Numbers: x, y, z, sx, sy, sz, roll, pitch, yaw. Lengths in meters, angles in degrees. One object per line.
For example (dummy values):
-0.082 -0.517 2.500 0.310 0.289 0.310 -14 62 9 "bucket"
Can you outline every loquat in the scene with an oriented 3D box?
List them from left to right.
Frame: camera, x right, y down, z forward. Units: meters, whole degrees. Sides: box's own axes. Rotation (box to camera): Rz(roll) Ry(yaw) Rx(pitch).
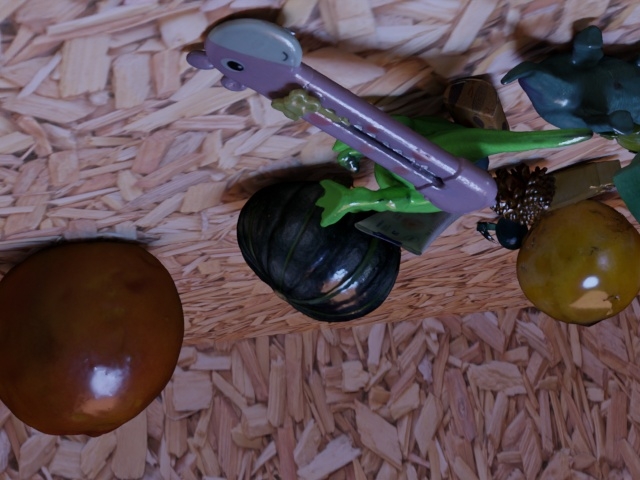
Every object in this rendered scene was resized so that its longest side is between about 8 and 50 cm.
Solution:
0.469 0.038 2.458 0.235 0.235 0.235 -9 170 -2 "loquat"

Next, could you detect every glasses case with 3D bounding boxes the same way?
0.195 -0.158 1.674 0.064 0.041 0.170 18 176 15 "glasses case"

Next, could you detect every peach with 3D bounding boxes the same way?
-0.384 0.167 2.212 0.342 0.302 0.343 -10 169 -2 "peach"

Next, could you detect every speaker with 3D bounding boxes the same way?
0.338 -0.012 2.533 0.094 0.060 0.075 -11 168 10 "speaker"

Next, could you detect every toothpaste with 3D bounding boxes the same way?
0.152 -0.040 1.934 0.100 0.066 0.323 26 -156 17 "toothpaste"

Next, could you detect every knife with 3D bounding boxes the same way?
0.040 -0.114 1.403 0.398 0.038 0.132 27 153 -33 "knife"

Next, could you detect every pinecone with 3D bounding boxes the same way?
0.303 -0.069 2.100 0.109 0.102 0.102 -6 172 29 "pinecone"

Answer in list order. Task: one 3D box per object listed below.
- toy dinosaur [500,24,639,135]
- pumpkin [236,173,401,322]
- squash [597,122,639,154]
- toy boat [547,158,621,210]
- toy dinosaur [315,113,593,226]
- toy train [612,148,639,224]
0.295 -0.166 1.620 0.383 0.129 0.331 -3 177 -24 "toy dinosaur"
0.000 0.000 1.962 0.249 0.216 0.250 18 164 5 "pumpkin"
0.528 -0.167 1.845 0.318 0.080 0.071 -11 -152 16 "squash"
0.407 -0.087 2.209 0.077 0.057 0.200 -7 170 -40 "toy boat"
0.202 -0.085 1.689 0.499 0.144 0.374 1 -179 43 "toy dinosaur"
0.505 -0.124 1.655 0.301 0.120 0.202 -28 -165 50 "toy train"
